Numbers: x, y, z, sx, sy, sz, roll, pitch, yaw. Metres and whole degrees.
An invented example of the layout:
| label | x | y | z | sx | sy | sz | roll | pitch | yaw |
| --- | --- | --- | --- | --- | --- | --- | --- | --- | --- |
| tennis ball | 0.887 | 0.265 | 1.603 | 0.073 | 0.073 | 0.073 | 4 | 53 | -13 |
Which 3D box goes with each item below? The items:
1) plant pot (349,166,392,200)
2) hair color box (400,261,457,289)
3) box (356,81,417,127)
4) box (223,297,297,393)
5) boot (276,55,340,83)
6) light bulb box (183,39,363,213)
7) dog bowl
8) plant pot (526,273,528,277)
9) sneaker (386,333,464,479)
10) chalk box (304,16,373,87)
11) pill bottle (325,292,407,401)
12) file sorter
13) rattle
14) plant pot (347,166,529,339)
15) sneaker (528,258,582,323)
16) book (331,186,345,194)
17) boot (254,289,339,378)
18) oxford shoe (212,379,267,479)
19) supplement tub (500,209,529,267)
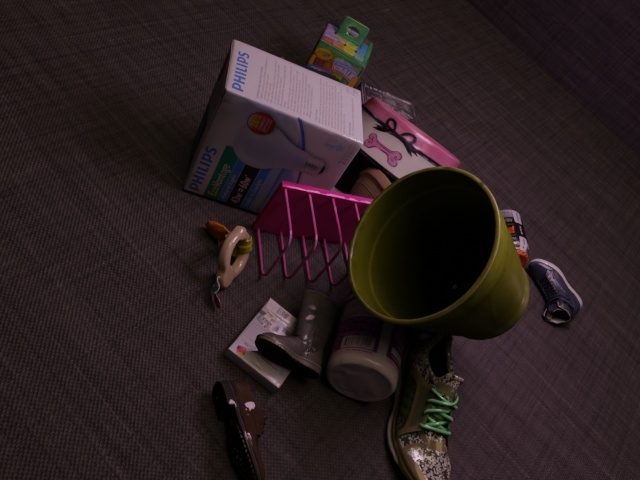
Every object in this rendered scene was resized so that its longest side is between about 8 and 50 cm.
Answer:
| label | x | y | z | sx | sy | sz | roll | pitch | yaw |
| --- | --- | --- | --- | --- | --- | --- | --- | --- | --- |
| plant pot | 0.149 | -0.085 | 1.745 | 0.110 | 0.237 | 0.237 | -27 | 68 | -10 |
| hair color box | 0.301 | 0.066 | 1.708 | 0.375 | 0.185 | 0.113 | -2 | 57 | -34 |
| box | 0.242 | -0.469 | 2.209 | 0.231 | 0.056 | 0.183 | 16 | 48 | -21 |
| box | -0.114 | 0.242 | 1.406 | 0.145 | 0.038 | 0.186 | 38 | 43 | 0 |
| boot | -0.102 | -0.436 | 1.914 | 0.348 | 0.131 | 0.260 | 11 | 63 | -5 |
| light bulb box | -0.128 | -0.266 | 1.590 | 0.361 | 0.358 | 0.225 | 17 | 45 | -18 |
| dog bowl | 0.255 | -0.285 | 1.859 | 0.408 | 0.150 | 0.408 | 33 | 15 | -10 |
| plant pot | 0.533 | 0.085 | 1.871 | 0.167 | 0.167 | 0.165 | 12 | 41 | -24 |
| sneaker | 0.262 | 0.383 | 1.422 | 0.158 | 0.182 | 0.410 | 18 | 47 | -19 |
| chalk box | 0.056 | -0.612 | 2.042 | 0.180 | 0.289 | 0.179 | 27 | 45 | -9 |
| pill bottle | 0.125 | 0.225 | 1.479 | 0.169 | 0.169 | 0.301 | 29 | 45 | -8 |
| file sorter | 0.000 | 0.000 | 1.567 | 0.291 | 0.202 | 0.182 | 9 | 54 | -26 |
| rattle | -0.259 | 0.049 | 1.456 | 0.143 | 0.130 | 0.199 | 25 | 71 | 2 |
| plant pot | 0.314 | 0.072 | 1.408 | 0.353 | 0.366 | 0.366 | 33 | 37 | -43 |
| sneaker | 0.756 | 0.171 | 1.981 | 0.226 | 0.086 | 0.163 | 48 | 42 | 10 |
| book | 0.044 | -0.090 | 1.787 | 0.096 | 0.035 | 0.144 | 30 | 44 | -12 |
| boot | -0.048 | 0.197 | 1.405 | 0.190 | 0.076 | 0.208 | 37 | 49 | -23 |
| oxford shoe | -0.144 | 0.389 | 1.236 | 0.096 | 0.083 | 0.227 | 3 | 54 | -36 |
| supplement tub | 0.633 | -0.001 | 2.024 | 0.117 | 0.117 | 0.190 | 18 | 47 | -19 |
